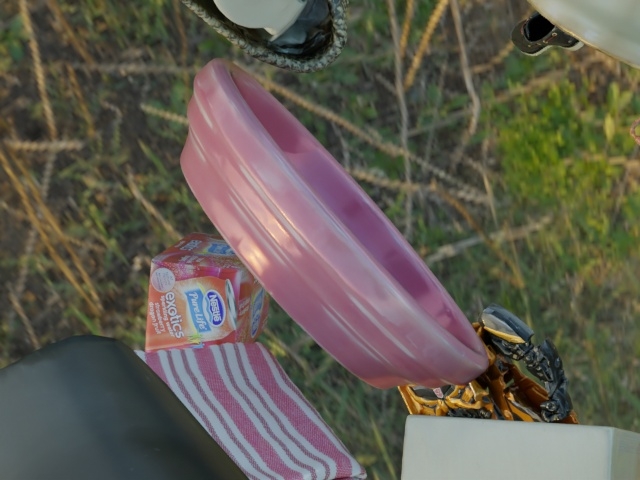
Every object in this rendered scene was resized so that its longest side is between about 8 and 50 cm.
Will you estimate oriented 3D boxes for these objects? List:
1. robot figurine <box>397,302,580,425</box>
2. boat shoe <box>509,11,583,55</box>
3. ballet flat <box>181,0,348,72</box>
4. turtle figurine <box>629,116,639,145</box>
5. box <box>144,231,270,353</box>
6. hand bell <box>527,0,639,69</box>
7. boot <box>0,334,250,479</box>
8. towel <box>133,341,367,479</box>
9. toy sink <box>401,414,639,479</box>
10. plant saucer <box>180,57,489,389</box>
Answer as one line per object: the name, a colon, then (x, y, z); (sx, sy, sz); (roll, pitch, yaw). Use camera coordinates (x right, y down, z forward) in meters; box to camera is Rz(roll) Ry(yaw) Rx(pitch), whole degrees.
robot figurine: (0.184, 0.196, 1.525); (0.085, 0.211, 0.291); (-36, 93, -38)
boat shoe: (0.232, -0.221, 1.645); (0.042, 0.133, 0.049); (26, 86, -21)
ballet flat: (-0.120, -0.268, 1.111); (0.164, 0.483, 0.182); (-38, 48, 13)
turtle figurine: (0.475, -0.123, 1.627); (0.270, 0.087, 0.217); (22, 73, 21)
box: (-0.142, 0.072, 2.088); (0.123, 0.257, 0.128); (7, 99, 7)
hand bell: (0.187, -0.198, 0.676); (0.126, 0.126, 0.242); (37, 120, 27)
boot: (0.040, 0.130, 0.325); (0.367, 0.146, 0.445); (-59, 33, 2)
towel: (-0.067, 0.127, 1.123); (0.144, 0.197, 0.029); (49, 121, 30)
toy sink: (0.144, 0.249, 1.146); (0.153, 0.131, 0.234); (0, 81, 22)
plant saucer: (0.000, 0.000, 1.277); (0.084, 0.332, 0.332); (-42, 60, 8)
